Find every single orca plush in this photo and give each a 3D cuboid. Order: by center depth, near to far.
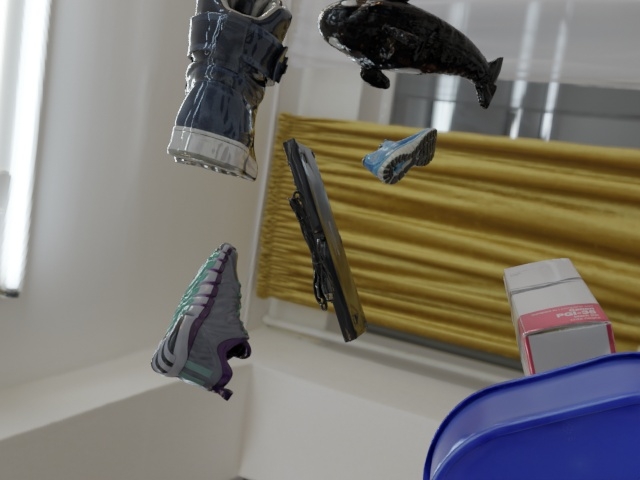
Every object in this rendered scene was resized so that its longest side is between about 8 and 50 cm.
[{"bbox_3d":[0.131,-0.274,0.975,0.151,0.287,0.102,-55,8,20],"label":"orca plush"}]

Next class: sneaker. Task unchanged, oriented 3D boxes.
[{"bbox_3d":[-0.083,-0.142,0.615,0.226,0.086,0.163,-166,88,-81],"label":"sneaker"},{"bbox_3d":[-0.123,0.096,0.803,0.083,0.098,0.223,-48,15,34],"label":"sneaker"},{"bbox_3d":[0.132,-0.152,1.093,0.162,0.073,0.063,-30,-44,-37],"label":"sneaker"}]

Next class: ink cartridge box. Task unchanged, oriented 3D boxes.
[{"bbox_3d":[0.365,0.167,1.011,0.283,0.117,0.207,-59,-45,-71],"label":"ink cartridge box"}]

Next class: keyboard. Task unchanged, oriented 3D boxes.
[{"bbox_3d":[0.000,0.000,1.001,0.201,0.033,0.317,3,-112,-77],"label":"keyboard"}]

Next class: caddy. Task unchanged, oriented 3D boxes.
[{"bbox_3d":[0.264,0.248,0.646,0.179,0.342,0.241,-5,-103,-74],"label":"caddy"}]
